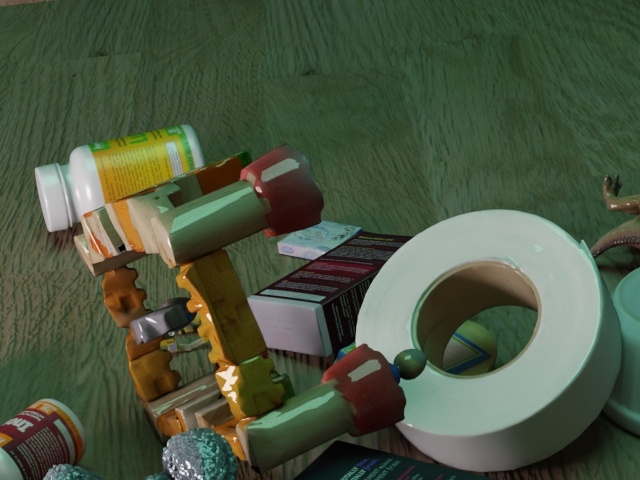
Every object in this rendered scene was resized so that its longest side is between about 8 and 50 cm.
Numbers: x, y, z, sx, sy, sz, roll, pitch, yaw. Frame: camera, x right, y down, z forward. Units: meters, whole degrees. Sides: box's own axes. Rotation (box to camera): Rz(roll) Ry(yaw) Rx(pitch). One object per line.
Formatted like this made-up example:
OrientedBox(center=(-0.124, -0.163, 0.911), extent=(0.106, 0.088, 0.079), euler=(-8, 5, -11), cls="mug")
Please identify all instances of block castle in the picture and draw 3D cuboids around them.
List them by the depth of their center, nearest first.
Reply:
OrientedBox(center=(-0.084, 0.064, 1.673), extent=(0.213, 0.303, 0.453), euler=(-24, 5, -19), cls="block castle")

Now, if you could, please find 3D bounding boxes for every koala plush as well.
OrientedBox(center=(-0.144, 0.324, 1.423), extent=(0.196, 0.203, 0.221), euler=(-17, 33, 3), cls="koala plush")

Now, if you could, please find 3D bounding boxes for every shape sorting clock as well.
OrientedBox(center=(0.112, 0.151, 1.891), extent=(0.206, 0.040, 0.206), euler=(-9, 25, 4), cls="shape sorting clock")

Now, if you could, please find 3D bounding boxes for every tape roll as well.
OrientedBox(center=(0.187, 0.108, 1.735), extent=(0.286, 0.100, 0.286), euler=(-13, 53, 18), cls="tape roll")

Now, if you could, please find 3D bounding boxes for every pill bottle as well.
OrientedBox(center=(-0.340, 0.246, 1.742), extent=(0.086, 0.086, 0.152), euler=(11, 30, 33), cls="pill bottle")
OrientedBox(center=(-0.304, -0.088, 2.384), extent=(0.246, 0.136, 0.136), euler=(-13, 26, -14), cls="pill bottle")

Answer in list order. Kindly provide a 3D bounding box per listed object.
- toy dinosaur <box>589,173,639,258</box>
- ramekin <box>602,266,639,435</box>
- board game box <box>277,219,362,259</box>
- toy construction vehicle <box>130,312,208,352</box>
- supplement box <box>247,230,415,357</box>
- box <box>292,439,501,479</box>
OrientedBox(center=(0.490, -0.017, 2.076), extent=(0.296, 0.127, 0.200), euler=(-15, 33, -5), cls="toy dinosaur")
OrientedBox(center=(0.445, 0.116, 1.787), extent=(0.273, 0.127, 0.273), euler=(-5, 26, 2), cls="ramekin")
OrientedBox(center=(0.000, 0.000, 2.264), extent=(0.090, 0.020, 0.090), euler=(11, 30, 32), cls="board game box")
OrientedBox(center=(-0.199, 0.122, 2.045), extent=(0.098, 0.035, 0.086), euler=(-9, 14, -11), cls="toy construction vehicle")
OrientedBox(center=(0.033, 0.066, 2.038), extent=(0.130, 0.073, 0.239), euler=(6, 27, 44), cls="supplement box")
OrientedBox(center=(0.092, 0.307, 1.444), extent=(0.270, 0.143, 0.165), euler=(10, 28, 32), cls="box")
